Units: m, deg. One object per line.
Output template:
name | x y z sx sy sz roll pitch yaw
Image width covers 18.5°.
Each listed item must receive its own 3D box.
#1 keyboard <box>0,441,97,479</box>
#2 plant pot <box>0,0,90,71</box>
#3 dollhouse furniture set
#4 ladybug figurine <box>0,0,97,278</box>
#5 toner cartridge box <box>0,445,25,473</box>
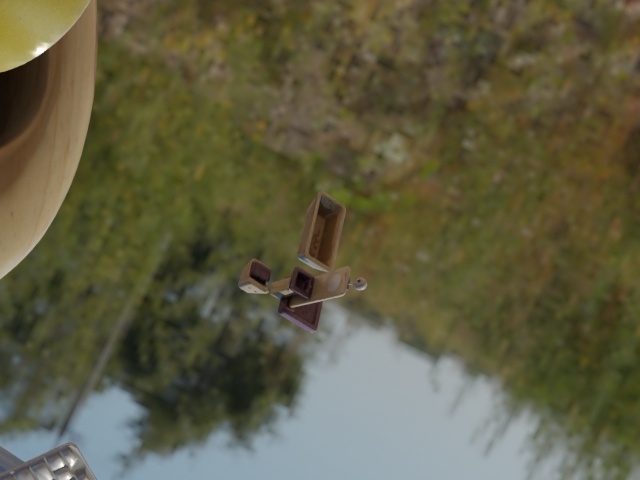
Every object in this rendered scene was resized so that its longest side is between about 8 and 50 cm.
keyboard | -0.143 0.238 1.308 0.256 0.072 0.014 65 175 -32
plant pot | -0.197 -0.172 1.074 0.134 0.134 0.095 26 171 32
dollhouse furniture set | 0.000 0.000 1.593 0.091 0.114 0.081 33 147 -34
ladybug figurine | -0.316 -0.158 1.437 0.305 0.449 0.162 13 162 -40
toner cartridge box | -0.325 0.225 1.589 0.348 0.075 0.165 31 -141 12
